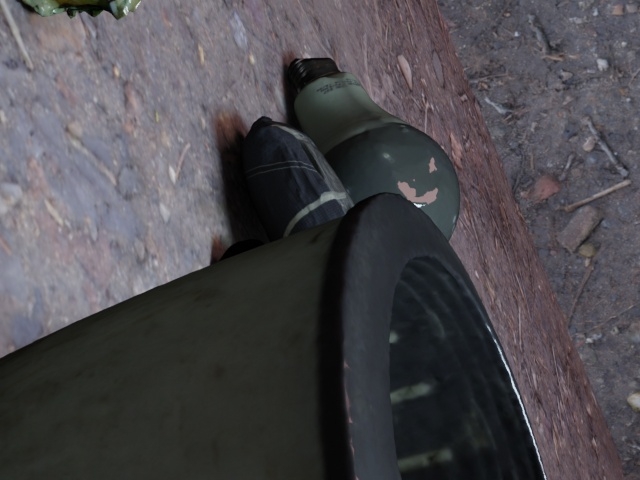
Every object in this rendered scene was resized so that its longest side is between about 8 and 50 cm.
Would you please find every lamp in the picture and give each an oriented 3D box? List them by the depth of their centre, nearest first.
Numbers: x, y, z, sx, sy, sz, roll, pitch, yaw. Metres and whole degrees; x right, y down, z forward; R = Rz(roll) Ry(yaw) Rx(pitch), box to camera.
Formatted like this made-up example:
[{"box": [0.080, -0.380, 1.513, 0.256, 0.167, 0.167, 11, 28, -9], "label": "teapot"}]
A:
[{"box": [0.064, -0.103, 1.380, 0.182, 0.182, 0.314, 46, 30, -53], "label": "lamp"}]

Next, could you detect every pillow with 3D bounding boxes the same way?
[{"box": [0.000, 0.000, 1.157, 0.161, 0.092, 0.335, 70, -7, -58], "label": "pillow"}]

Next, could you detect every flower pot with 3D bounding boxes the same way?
[{"box": [-0.073, 0.159, 0.535, 0.293, 0.330, 0.294, -15, 90, -72], "label": "flower pot"}]

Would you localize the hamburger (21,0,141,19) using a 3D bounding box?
[{"box": [-0.205, -0.320, 0.867, 0.309, 0.132, 0.211, 58, 25, -47], "label": "hamburger"}]

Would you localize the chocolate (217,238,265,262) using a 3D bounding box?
[{"box": [-0.051, 0.067, 1.114, 0.072, 0.070, 0.147, -102, 174, -48], "label": "chocolate"}]
